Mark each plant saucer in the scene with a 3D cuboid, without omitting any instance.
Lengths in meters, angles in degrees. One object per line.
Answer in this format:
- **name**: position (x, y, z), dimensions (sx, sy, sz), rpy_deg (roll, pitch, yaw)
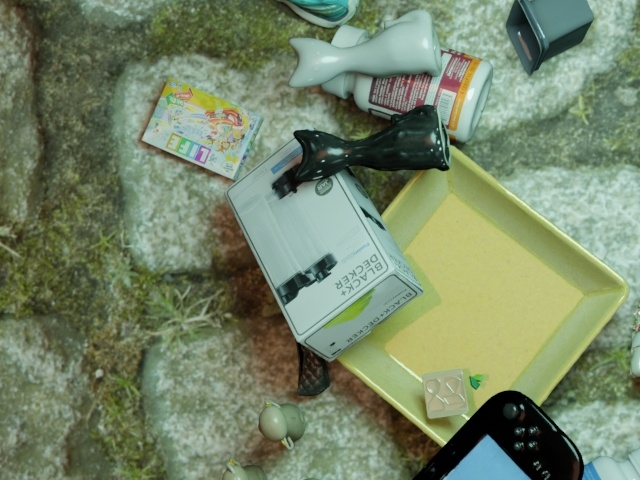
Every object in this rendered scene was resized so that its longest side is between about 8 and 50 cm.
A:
- **plant saucer**: position (0.199, 0.093, 1.907), dimensions (0.333, 0.081, 0.333), rpy_deg (39, 93, 12)

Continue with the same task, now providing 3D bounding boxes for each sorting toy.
- **sorting toy**: position (0.181, 0.205, 1.852), dimensions (0.083, 0.012, 0.062), rpy_deg (-10, 78, 13)

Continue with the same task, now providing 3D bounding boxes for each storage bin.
- **storage bin**: position (0.318, -0.303, 1.905), dimensions (0.091, 0.135, 0.098), rpy_deg (-23, 80, -4)

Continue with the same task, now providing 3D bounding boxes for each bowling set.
- **bowling set**: position (-0.077, 0.381, 1.892), dimensions (0.200, 0.154, 0.287), rpy_deg (-26, 80, 7)

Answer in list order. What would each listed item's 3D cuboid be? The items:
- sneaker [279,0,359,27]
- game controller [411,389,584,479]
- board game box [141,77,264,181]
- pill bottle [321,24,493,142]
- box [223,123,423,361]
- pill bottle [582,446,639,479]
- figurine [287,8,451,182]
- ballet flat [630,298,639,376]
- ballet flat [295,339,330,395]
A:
- **sneaker**: position (-0.068, -0.404, 1.992), dimensions (0.275, 0.110, 0.107), rpy_deg (25, 89, 13)
- **game controller**: position (0.197, 0.351, 1.798), dimensions (0.319, 0.067, 0.166), rpy_deg (-49, 53, 10)
- **board game box**: position (-0.174, -0.164, 2.029), dimensions (0.154, 0.026, 0.103), rpy_deg (23, 89, 12)
- **pill bottle**: position (0.121, -0.225, 1.932), dimensions (0.221, 0.121, 0.121), rpy_deg (20, 88, 12)
- **box**: position (0.000, 0.000, 1.882), dimensions (0.169, 0.087, 0.290), rpy_deg (-36, 53, 12)
- **pill bottle**: position (0.363, 0.364, 1.826), dimensions (0.221, 0.124, 0.124), rpy_deg (-32, 80, 7)
- **figurine**: position (0.058, -0.187, 1.833), dimensions (0.209, 0.092, 0.215), rpy_deg (-7, 79, 12)
- **ballet flat**: position (0.459, 0.190, 1.839), dimensions (0.077, 0.091, 0.241), rpy_deg (-13, 80, -25)
- **ballet flat**: position (-0.030, 0.136, 1.954), dimensions (0.049, 0.057, 0.173), rpy_deg (-15, 83, -14)
